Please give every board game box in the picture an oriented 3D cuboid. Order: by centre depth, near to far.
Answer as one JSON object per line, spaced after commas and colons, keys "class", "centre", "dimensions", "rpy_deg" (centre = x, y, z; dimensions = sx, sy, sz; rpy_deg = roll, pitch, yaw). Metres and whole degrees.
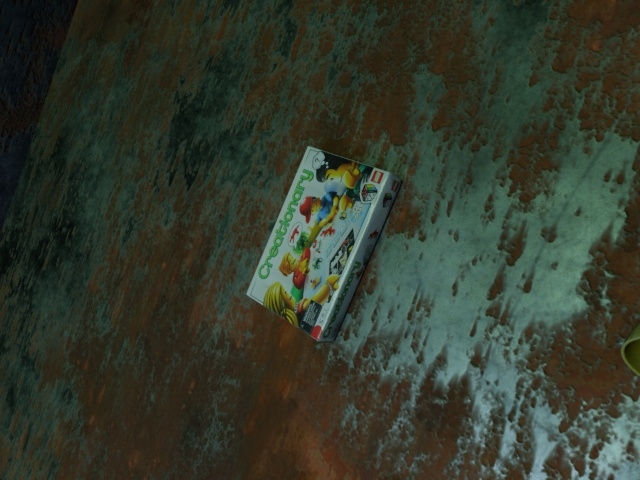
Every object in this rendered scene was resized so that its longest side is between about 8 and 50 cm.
{"class": "board game box", "centre": [0.000, 0.000, 0.921], "dimensions": [0.192, 0.053, 0.306], "rpy_deg": [25, 93, 37]}

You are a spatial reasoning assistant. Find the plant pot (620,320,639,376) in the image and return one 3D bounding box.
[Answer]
{"class": "plant pot", "centre": [0.416, 0.105, 0.563], "dimensions": [0.134, 0.134, 0.095], "rpy_deg": [17, 61, 37]}
